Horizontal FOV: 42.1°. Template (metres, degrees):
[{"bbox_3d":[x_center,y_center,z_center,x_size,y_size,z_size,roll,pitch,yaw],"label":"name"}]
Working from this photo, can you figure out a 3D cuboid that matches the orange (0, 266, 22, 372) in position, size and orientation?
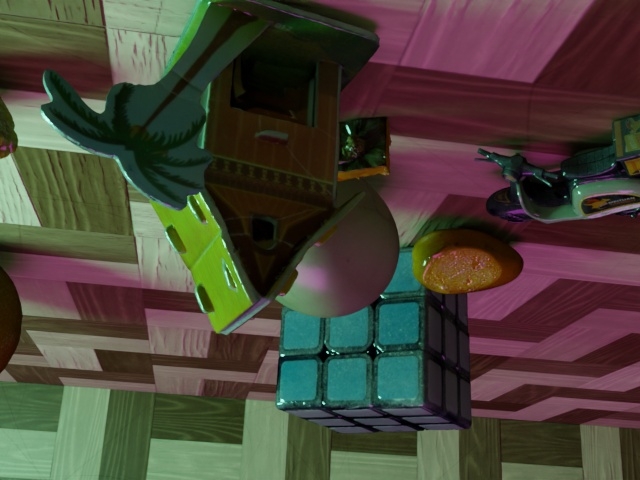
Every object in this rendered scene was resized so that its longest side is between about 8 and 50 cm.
[{"bbox_3d":[-0.754,0.160,1.622,0.322,0.322,0.357,12,167,-22],"label":"orange"}]

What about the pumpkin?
[{"bbox_3d":[0.051,-0.121,1.091,0.083,0.074,0.054,-7,161,17],"label":"pumpkin"}]

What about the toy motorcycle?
[{"bbox_3d":[0.342,-0.085,1.135,0.263,0.091,0.157,-12,147,29],"label":"toy motorcycle"}]

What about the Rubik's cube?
[{"bbox_3d":[0.115,0.204,1.624,0.300,0.305,0.303,-8,158,24],"label":"Rubik's cube"}]

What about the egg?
[{"bbox_3d":[0.000,0.000,1.212,0.219,0.219,0.269,-8,152,27],"label":"egg"}]

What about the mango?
[{"bbox_3d":[0.256,0.033,1.440,0.217,0.102,0.141,6,134,-21],"label":"mango"}]

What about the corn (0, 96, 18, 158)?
[{"bbox_3d":[-0.568,-0.138,1.045,0.387,0.144,0.144,-6,158,8],"label":"corn"}]

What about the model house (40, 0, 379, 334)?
[{"bbox_3d":[-0.142,-0.066,0.907,0.340,0.324,0.300,11,157,-21],"label":"model house"}]
